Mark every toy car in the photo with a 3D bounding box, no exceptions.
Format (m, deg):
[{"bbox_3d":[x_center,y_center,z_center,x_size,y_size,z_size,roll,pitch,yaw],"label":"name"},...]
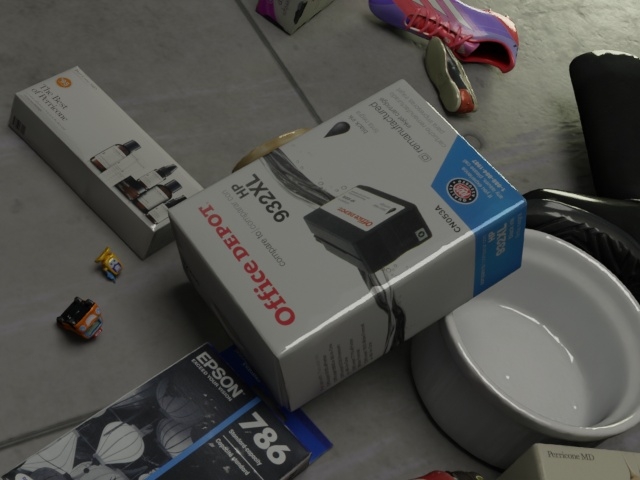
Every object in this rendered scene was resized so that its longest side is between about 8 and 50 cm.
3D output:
[{"bbox_3d":[-0.230,0.058,1.177,0.040,0.060,0.122,51,48,-25],"label":"toy car"}]

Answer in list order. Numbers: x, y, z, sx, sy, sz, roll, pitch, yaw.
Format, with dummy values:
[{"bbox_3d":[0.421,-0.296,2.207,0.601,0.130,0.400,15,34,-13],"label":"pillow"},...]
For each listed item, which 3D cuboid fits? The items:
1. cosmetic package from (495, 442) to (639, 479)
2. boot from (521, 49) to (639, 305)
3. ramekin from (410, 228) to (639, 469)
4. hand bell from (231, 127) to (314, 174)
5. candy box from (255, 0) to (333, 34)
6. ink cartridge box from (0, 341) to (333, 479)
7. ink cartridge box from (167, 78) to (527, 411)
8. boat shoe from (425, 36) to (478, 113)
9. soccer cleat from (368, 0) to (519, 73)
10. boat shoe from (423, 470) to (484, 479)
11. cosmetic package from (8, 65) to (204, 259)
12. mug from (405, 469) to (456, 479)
[{"bbox_3d":[0.290,0.373,1.125,0.160,0.113,0.309,8,51,-20],"label":"cosmetic package"},{"bbox_3d":[0.399,-0.111,1.543,0.367,0.146,0.445,27,49,-24],"label":"boot"},{"bbox_3d":[0.239,0.133,1.285,0.277,0.135,0.277,13,49,-15],"label":"ramekin"},{"bbox_3d":[0.000,0.000,1.319,0.126,0.126,0.242,-16,73,-35],"label":"hand bell"},{"bbox_3d":[0.013,-0.423,1.624,0.071,0.159,0.233,35,45,7],"label":"candy box"},{"bbox_3d":[-0.135,0.214,1.086,0.165,0.065,0.333,44,47,14],"label":"ink cartridge box"},{"bbox_3d":[0.028,-0.001,1.176,0.307,0.129,0.223,-31,59,-15],"label":"ink cartridge box"},{"bbox_3d":[0.193,-0.244,1.639,0.043,0.049,0.137,1,55,-29],"label":"boat shoe"},{"bbox_3d":[0.192,-0.325,1.687,0.248,0.083,0.095,13,53,-19],"label":"soccer cleat"},{"bbox_3d":[0.170,0.334,1.119,0.069,0.081,0.227,-4,52,-23],"label":"boat shoe"},{"bbox_3d":[-0.246,-0.095,1.291,0.239,0.060,0.099,43,46,12],"label":"cosmetic package"},{"bbox_3d":[0.058,0.307,1.070,0.169,0.113,0.150,-4,53,-24],"label":"mug"}]
